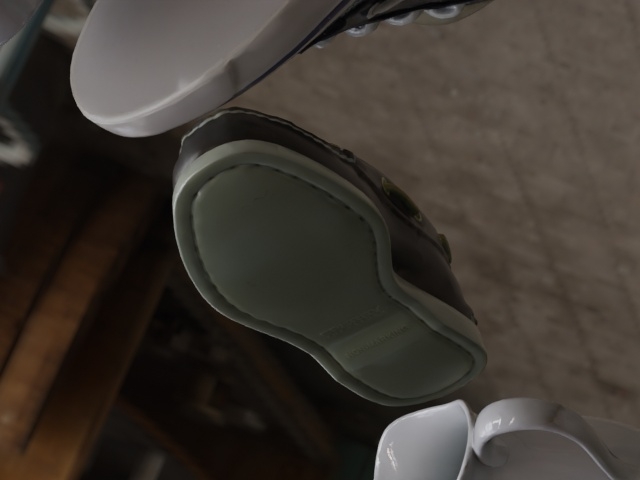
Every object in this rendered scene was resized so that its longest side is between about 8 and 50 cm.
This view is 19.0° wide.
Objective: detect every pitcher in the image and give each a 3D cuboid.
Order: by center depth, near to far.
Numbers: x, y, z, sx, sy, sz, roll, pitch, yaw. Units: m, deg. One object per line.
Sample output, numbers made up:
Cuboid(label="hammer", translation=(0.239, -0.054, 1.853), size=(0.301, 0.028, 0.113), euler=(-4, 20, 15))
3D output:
Cuboid(label="pitcher", translation=(0.161, 0.160, 1.229), size=(0.207, 0.125, 0.178), euler=(20, 152, -20))

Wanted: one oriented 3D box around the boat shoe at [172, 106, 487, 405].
Cuboid(label="boat shoe", translation=(0.000, 0.000, 0.811), size=(0.081, 0.069, 0.228), euler=(-24, 146, 15))

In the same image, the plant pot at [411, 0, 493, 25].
Cuboid(label="plant pot", translation=(0.087, -0.300, 1.669), size=(0.284, 0.284, 0.191), euler=(-3, 134, 53))

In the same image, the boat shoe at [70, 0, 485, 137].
Cuboid(label="boat shoe", translation=(0.021, -0.154, 1.112), size=(0.340, 0.127, 0.158), euler=(-34, 145, 24))

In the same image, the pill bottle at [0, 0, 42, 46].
Cuboid(label="pill bottle", translation=(-0.237, -0.184, 1.034), size=(0.112, 0.112, 0.186), euler=(2, 154, 47))
